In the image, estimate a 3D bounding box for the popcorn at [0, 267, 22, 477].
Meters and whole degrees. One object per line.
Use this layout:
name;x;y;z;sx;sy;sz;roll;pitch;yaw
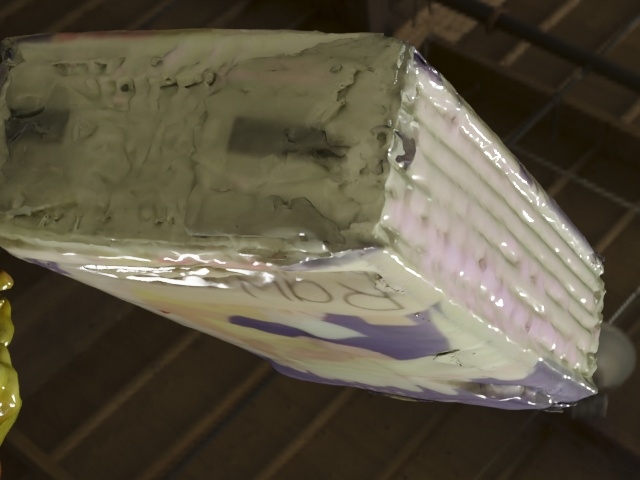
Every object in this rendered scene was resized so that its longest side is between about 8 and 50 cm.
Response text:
popcorn;-0.236;0.076;0.532;0.218;0.169;0.189;-4;-120;51

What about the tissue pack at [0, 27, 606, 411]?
tissue pack;0.000;0.000;0.653;0.242;0.344;0.125;5;-106;30
